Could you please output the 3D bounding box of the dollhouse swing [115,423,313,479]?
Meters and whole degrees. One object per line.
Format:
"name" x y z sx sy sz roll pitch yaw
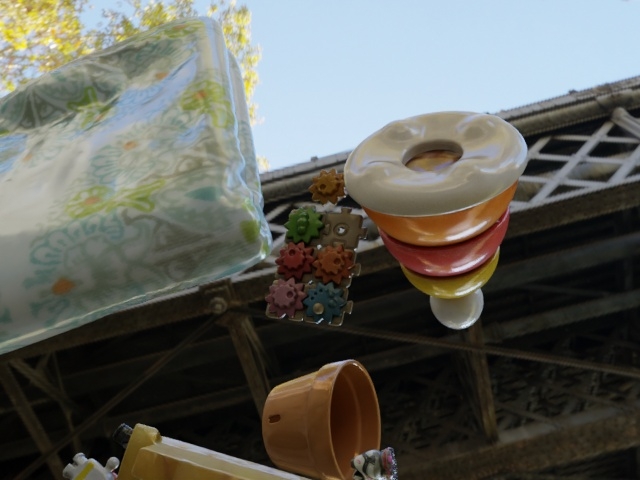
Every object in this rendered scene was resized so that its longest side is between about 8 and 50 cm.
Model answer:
"dollhouse swing" -0.086 0.381 0.766 0.346 0.305 0.315 18 -92 -5

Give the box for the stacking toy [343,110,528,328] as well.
"stacking toy" 0.258 0.006 1.418 0.350 0.351 0.480 -14 -57 2

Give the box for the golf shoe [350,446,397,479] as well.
"golf shoe" 0.106 0.447 1.320 0.086 0.067 0.186 -6 -39 9

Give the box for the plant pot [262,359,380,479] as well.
"plant pot" -0.004 0.440 1.634 0.203 0.291 0.291 -10 -61 25

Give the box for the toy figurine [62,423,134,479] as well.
"toy figurine" -0.386 0.482 1.301 0.148 0.213 0.210 30 -70 17

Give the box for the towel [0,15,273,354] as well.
"towel" -0.222 -0.067 0.653 0.320 0.374 0.090 -21 -48 6

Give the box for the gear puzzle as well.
"gear puzzle" 0.000 0.000 1.370 0.175 0.339 0.044 5 -23 18
